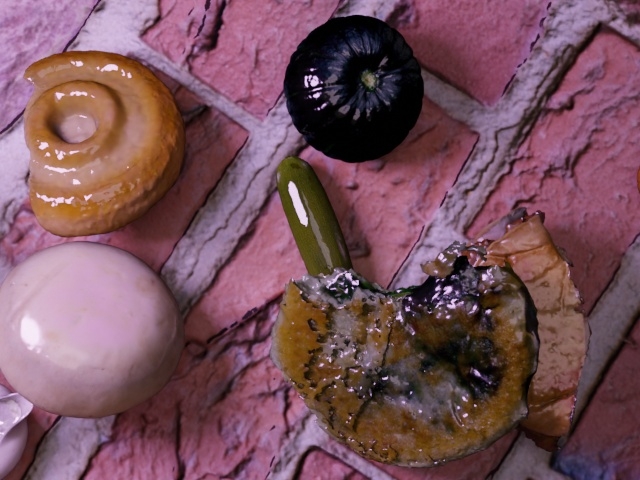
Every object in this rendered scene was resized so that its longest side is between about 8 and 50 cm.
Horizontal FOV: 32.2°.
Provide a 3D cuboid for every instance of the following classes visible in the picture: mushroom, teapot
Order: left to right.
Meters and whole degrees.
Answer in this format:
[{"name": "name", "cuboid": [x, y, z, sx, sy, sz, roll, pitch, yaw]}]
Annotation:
[{"name": "teapot", "cuboid": [-0.462, 0.255, 1.444, 0.226, 0.092, 0.145, -32, 84, 2]}, {"name": "mushroom", "cuboid": [-0.306, 0.125, 1.428, 0.246, 0.202, 0.246, 21, 42, -20]}]

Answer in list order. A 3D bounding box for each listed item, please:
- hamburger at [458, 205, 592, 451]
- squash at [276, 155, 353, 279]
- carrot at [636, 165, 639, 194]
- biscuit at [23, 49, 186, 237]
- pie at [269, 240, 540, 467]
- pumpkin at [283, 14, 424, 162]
[{"name": "hamburger", "cuboid": [0.267, 0.105, 1.478, 0.245, 0.155, 0.282, 27, 89, 5]}, {"name": "squash", "cuboid": [0.000, 0.000, 1.518, 0.066, 0.066, 0.252, -21, 85, -6]}, {"name": "carrot", "cuboid": [0.502, -0.175, 1.578, 0.062, 0.066, 0.271, 26, 76, -44]}, {"name": "biscuit", "cuboid": [-0.286, -0.143, 1.464, 0.213, 0.091, 0.274, -13, 59, -7]}, {"name": "pie", "cuboid": [0.107, 0.154, 1.433, 0.371, 0.078, 0.296, -9, 103, 25]}, {"name": "pumpkin", "cuboid": [0.045, -0.206, 1.511, 0.202, 0.140, 0.202, 1, 86, -19]}]
